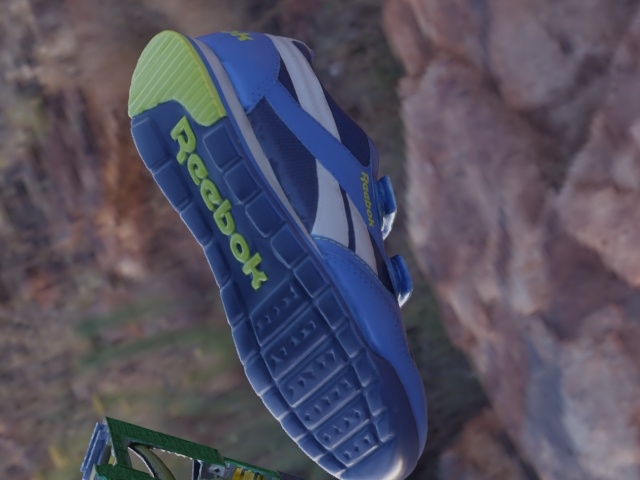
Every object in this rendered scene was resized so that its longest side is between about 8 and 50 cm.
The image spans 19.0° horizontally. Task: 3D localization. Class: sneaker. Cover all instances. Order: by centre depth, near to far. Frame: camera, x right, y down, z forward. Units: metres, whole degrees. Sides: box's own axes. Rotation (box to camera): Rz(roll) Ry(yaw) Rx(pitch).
[{"bbox_3d":[0.000,0.000,0.548,0.053,0.059,0.144,-35,76,46],"label":"sneaker"}]

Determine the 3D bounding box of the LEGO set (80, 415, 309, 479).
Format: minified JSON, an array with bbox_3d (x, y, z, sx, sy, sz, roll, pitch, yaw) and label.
[{"bbox_3d":[-0.071,0.276,1.418,0.192,0.331,0.255,-71,21,5],"label":"LEGO set"}]
